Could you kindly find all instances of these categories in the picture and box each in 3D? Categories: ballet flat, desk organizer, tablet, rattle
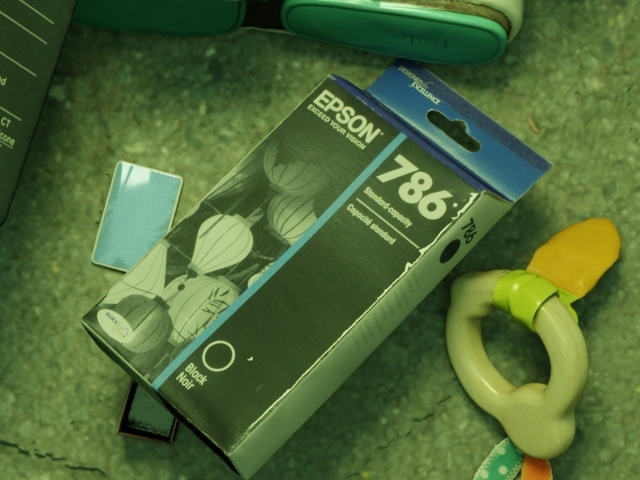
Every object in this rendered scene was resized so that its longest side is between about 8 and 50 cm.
[{"bbox_3d":[-0.044,-0.218,1.374,0.400,0.139,0.139,6,90,-5],"label":"ballet flat"},{"bbox_3d":[-0.118,0.091,1.398,0.047,0.050,0.130,16,90,-1],"label":"desk organizer"},{"bbox_3d":[-0.143,-0.016,1.419,0.054,0.006,0.083,15,89,-1],"label":"tablet"},{"bbox_3d":[0.178,0.102,1.417,0.130,0.143,0.199,-8,108,30],"label":"rattle"}]

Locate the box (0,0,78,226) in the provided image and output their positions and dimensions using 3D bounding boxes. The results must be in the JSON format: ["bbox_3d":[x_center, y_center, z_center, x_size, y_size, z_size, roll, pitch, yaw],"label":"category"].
[{"bbox_3d":[-0.323,-0.238,1.225,0.294,0.212,0.395,11,78,30],"label":"box"}]

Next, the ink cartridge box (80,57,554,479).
[{"bbox_3d":[0.000,0.000,1.329,0.165,0.065,0.332,38,76,26],"label":"ink cartridge box"}]
